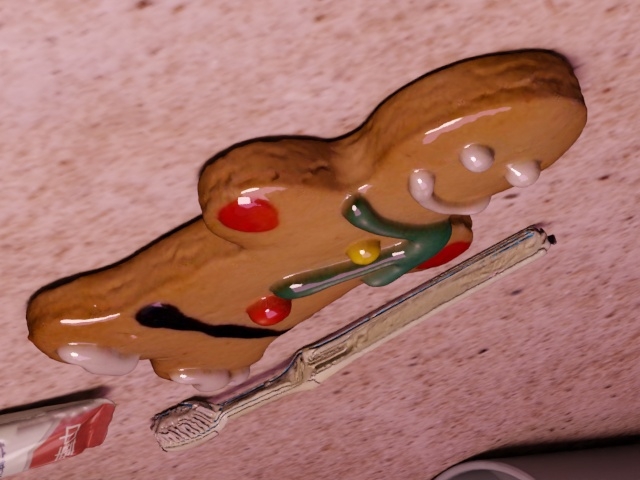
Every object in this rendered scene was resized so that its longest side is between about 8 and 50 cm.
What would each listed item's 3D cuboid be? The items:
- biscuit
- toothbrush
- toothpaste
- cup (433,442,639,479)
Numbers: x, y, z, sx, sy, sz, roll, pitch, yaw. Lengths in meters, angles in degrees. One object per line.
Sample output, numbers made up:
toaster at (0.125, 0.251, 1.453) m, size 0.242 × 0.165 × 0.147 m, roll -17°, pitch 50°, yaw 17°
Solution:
biscuit at (0.000, 0.000, 0.892) m, size 0.301 × 0.049 × 0.197 m, roll -31°, pitch 159°, yaw 27°
toothbrush at (0.015, 0.063, 1.095) m, size 0.294 × 0.026 × 0.028 m, roll -27°, pitch 143°, yaw 22°
toothpaste at (-0.231, 0.128, 1.023) m, size 0.239 × 0.039 × 0.062 m, roll -12°, pitch 152°, yaw -25°
cup at (0.246, 0.287, 1.622) m, size 0.312 × 0.205 × 0.205 m, roll 1°, pitch 152°, yaw -45°
